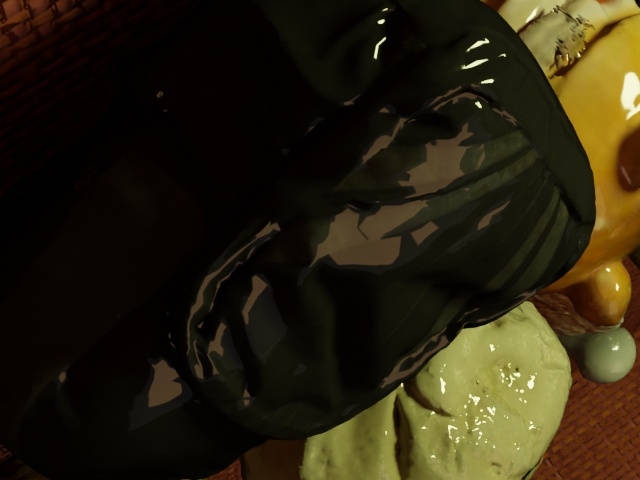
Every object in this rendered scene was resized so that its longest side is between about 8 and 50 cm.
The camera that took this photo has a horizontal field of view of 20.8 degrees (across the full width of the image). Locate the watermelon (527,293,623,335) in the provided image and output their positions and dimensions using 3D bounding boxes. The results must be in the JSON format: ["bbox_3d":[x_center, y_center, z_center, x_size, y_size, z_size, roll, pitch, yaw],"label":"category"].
[{"bbox_3d":[0.243,0.033,1.953,0.261,0.201,0.213,-31,146,-11],"label":"watermelon"}]

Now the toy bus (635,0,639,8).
[{"bbox_3d":[0.358,-0.239,1.731,0.130,0.037,0.052,-30,158,-17],"label":"toy bus"}]

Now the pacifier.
[{"bbox_3d":[0.310,0.095,2.243,0.238,0.226,0.287,-57,163,4],"label":"pacifier"}]

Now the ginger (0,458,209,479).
[{"bbox_3d":[-0.200,0.275,1.704,0.269,0.223,0.200,-28,159,-18],"label":"ginger"}]

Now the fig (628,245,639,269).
[{"bbox_3d":[0.400,-0.089,1.907,0.368,0.286,0.286,22,123,-43],"label":"fig"}]

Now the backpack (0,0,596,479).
[{"bbox_3d":[-0.056,0.000,1.137,0.445,0.255,0.363,-38,147,5],"label":"backpack"}]

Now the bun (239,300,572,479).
[{"bbox_3d":[0.066,0.141,1.758,0.359,0.360,0.211,-29,118,-25],"label":"bun"}]

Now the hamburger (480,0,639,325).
[{"bbox_3d":[0.190,-0.081,1.386,0.276,0.237,0.276,-42,154,-27],"label":"hamburger"}]
